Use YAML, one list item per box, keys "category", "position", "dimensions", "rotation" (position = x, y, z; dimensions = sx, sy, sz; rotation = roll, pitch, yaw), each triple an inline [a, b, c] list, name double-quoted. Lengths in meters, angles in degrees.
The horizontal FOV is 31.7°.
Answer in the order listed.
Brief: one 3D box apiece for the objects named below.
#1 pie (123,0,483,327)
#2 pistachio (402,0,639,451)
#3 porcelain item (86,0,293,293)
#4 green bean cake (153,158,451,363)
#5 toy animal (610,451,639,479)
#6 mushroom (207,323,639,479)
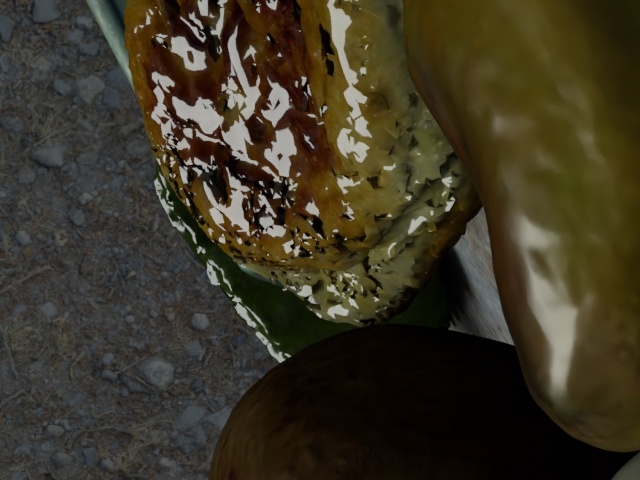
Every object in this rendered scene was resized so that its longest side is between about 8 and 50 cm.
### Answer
- category: "pie"
  position: [-0.012, -0.101, 0.560]
  dimensions: [0.308, 0.085, 0.308]
  rotation: [34, 136, 42]
- category: "pistachio"
  position: [0.091, -0.034, 0.347]
  dimensions: [0.110, 0.100, 0.189]
  rotation: [138, 121, -62]
- category: "porcelain item"
  position: [-0.031, -0.115, 0.824]
  dimensions: [0.286, 0.157, 0.281]
  rotation: [61, -173, 14]
- category: "green bean cake"
  position: [0.000, 0.000, 1.175]
  dimensions: [0.319, 0.218, 0.335]
  rotation: [55, -178, 7]
- category: "toy animal"
  position: [0.144, 0.110, 0.309]
  dimensions: [0.138, 0.166, 0.179]
  rotation: [66, -171, 13]
- category: "mushroom"
  position: [0.089, 0.226, 0.552]
  dimensions: [0.334, 0.331, 0.356]
  rotation: [142, 144, -63]
